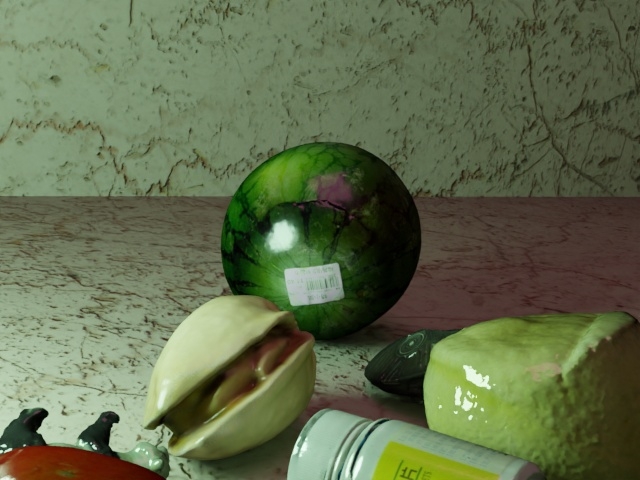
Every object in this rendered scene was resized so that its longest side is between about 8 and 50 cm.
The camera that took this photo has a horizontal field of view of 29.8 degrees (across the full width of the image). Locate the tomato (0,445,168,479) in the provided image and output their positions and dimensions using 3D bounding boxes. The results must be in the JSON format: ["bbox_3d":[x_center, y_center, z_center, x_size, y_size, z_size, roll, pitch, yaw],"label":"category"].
[{"bbox_3d":[-0.210,0.285,0.951,0.299,0.226,0.298,5,10,-1],"label":"tomato"}]

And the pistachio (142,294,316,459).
[{"bbox_3d":[-0.118,0.178,1.554,0.193,0.214,0.318,51,31,3],"label":"pistachio"}]

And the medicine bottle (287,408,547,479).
[{"bbox_3d":[0.103,0.274,1.307,0.258,0.143,0.143,13,15,30],"label":"medicine bottle"}]

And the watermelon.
[{"bbox_3d":[0.000,0.000,2.010,0.363,0.363,0.363,5,13,-1],"label":"watermelon"}]

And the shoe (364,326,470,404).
[{"bbox_3d":[0.200,0.208,1.740,0.293,0.149,0.109,-16,31,49],"label":"shoe"}]

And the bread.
[{"bbox_3d":[0.279,0.208,1.451,0.321,0.237,0.320,-3,-3,0],"label":"bread"}]

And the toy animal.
[{"bbox_3d":[-0.275,0.254,1.343,0.225,0.093,0.121,8,20,-35],"label":"toy animal"}]
